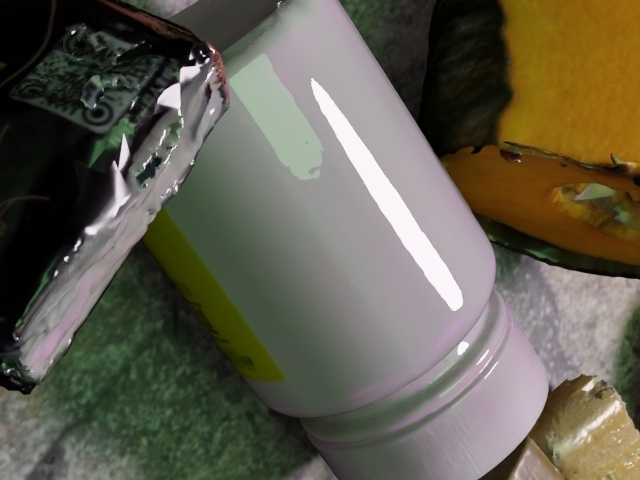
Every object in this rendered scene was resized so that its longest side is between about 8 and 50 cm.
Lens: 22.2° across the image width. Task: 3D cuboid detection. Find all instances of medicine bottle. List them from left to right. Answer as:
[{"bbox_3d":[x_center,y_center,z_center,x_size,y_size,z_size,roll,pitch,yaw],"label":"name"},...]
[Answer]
[{"bbox_3d":[0.000,0.000,1.196,0.213,0.213,0.378,-44,112,-24],"label":"medicine bottle"}]

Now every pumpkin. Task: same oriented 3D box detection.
[{"bbox_3d":[0.212,-0.103,1.311,0.303,0.256,0.225,45,59,-55],"label":"pumpkin"}]

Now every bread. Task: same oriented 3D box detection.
[{"bbox_3d":[0.226,0.188,1.430,0.106,0.082,0.125,-30,117,-18],"label":"bread"}]

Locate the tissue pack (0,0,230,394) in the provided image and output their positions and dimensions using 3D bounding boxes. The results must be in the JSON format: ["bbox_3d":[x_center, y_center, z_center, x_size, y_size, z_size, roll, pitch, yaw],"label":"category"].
[{"bbox_3d":[-0.248,-0.079,0.997,0.332,0.123,0.245,25,67,14],"label":"tissue pack"}]

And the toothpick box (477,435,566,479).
[{"bbox_3d":[0.180,0.321,1.329,0.308,0.187,0.190,51,50,-18],"label":"toothpick box"}]
